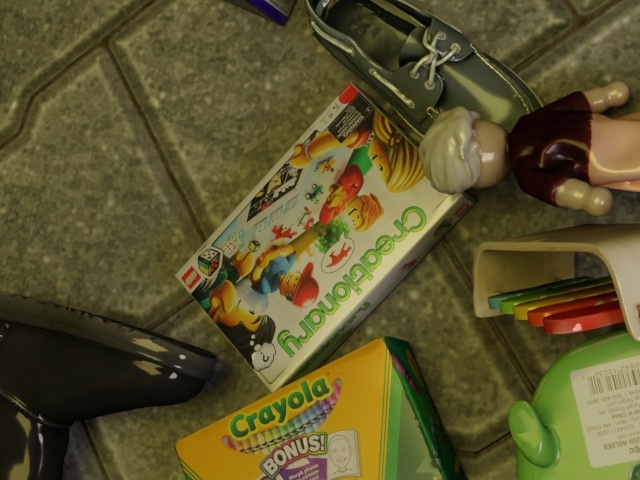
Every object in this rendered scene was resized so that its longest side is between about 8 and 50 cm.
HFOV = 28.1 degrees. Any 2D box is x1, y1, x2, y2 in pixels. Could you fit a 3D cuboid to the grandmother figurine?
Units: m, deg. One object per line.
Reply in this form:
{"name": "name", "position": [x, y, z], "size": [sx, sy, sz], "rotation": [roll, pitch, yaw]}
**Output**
{"name": "grandmother figurine", "position": [0.264, -0.085, 1.248], "size": [0.342, 0.208, 0.104], "rotation": [1, 117, 17]}

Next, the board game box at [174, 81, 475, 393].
{"name": "board game box", "position": [0.000, 0.000, 1.427], "size": [0.305, 0.053, 0.193], "rotation": [-47, 66, 10]}

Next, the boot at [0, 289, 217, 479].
{"name": "boot", "position": [-0.322, 0.301, 1.466], "size": [0.367, 0.146, 0.445], "rotation": [10, 81, 36]}

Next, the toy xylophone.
{"name": "toy xylophone", "position": [0.277, 0.027, 1.172], "size": [0.236, 0.322, 0.081], "rotation": [-10, 93, -10]}

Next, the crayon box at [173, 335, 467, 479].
{"name": "crayon box", "position": [-0.003, 0.237, 1.369], "size": [0.278, 0.081, 0.165], "rotation": [-29, 70, 18]}

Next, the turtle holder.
{"name": "turtle holder", "position": [0.326, 0.233, 1.137], "size": [0.243, 0.227, 0.320], "rotation": [-45, 68, 11]}

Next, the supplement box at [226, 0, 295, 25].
{"name": "supplement box", "position": [-0.060, -0.384, 1.494], "size": [0.114, 0.111, 0.220], "rotation": [28, 92, 27]}

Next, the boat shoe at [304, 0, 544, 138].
{"name": "boat shoe", "position": [0.106, -0.190, 1.386], "size": [0.319, 0.099, 0.116], "rotation": [39, 94, 24]}
